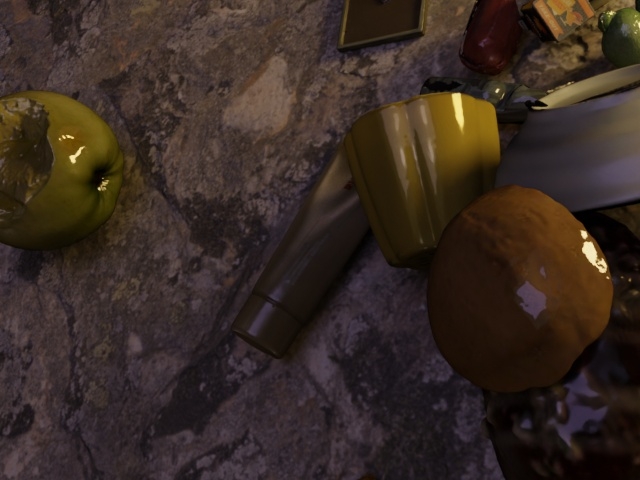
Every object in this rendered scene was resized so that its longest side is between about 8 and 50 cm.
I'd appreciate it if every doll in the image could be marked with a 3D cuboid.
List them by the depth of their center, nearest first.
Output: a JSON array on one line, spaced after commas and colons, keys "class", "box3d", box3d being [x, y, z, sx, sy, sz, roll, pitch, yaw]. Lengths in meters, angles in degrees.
[{"class": "doll", "box3d": [0.422, -0.263, 0.997, 0.150, 0.077, 0.115, -23, 95, 7]}]

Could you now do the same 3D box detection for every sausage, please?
[{"class": "sausage", "box3d": [0.240, -0.291, 1.108, 0.076, 0.076, 0.141, 9, 71, 34]}]

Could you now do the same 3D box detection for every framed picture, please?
[{"class": "framed picture", "box3d": [0.105, -0.399, 1.274, 0.150, 0.015, 0.203, -5, 66, 29]}]

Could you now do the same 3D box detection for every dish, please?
[{"class": "dish", "box3d": [0.315, -0.125, 0.844, 0.316, 0.316, 0.106, -13, 103, 25]}]

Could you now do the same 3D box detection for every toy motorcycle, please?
[{"class": "toy motorcycle", "box3d": [0.366, -0.351, 1.018, 0.263, 0.091, 0.157, -38, 13, 3]}]

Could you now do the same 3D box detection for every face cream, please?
[{"class": "face cream", "box3d": [0.000, 0.000, 1.112, 0.137, 0.084, 0.341, 21, 72, 37]}]

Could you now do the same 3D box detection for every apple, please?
[{"class": "apple", "box3d": [-0.465, -0.111, 1.332, 0.279, 0.279, 0.279, -13, 61, 25]}]

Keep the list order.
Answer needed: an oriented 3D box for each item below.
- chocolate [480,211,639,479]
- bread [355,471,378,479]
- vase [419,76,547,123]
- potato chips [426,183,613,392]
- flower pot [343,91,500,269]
[{"class": "chocolate", "box3d": [0.260, 0.118, 0.813, 0.225, 0.210, 0.340, -9, 63, 25]}, {"class": "bread", "box3d": [0.068, 0.336, 0.920, 0.074, 0.053, 0.132, -50, 53, 6]}, {"class": "vase", "box3d": [0.236, -0.183, 1.064, 0.211, 0.060, 0.060, 13, 74, 35]}, {"class": "potato chips", "box3d": [0.166, 0.036, 0.748, 0.195, 0.062, 0.208, -18, 61, 43]}, {"class": "flower pot", "box3d": [0.136, -0.063, 0.998, 0.195, 0.195, 0.179, -14, 75, 24]}]
